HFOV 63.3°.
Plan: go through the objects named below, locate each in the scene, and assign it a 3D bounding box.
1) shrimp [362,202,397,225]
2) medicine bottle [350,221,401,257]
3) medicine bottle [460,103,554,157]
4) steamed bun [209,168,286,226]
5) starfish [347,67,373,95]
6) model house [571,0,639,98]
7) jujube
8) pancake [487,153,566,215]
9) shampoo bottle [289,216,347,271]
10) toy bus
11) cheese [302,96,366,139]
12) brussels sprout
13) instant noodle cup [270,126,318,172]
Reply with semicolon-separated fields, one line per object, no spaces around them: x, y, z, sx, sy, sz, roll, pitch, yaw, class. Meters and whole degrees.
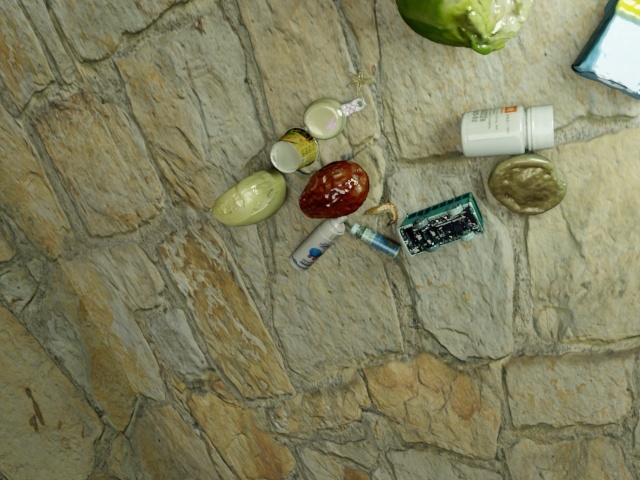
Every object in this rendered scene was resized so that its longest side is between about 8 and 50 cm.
0.214;-0.090;1.859;0.127;0.025;0.091;-7;116;24;shrimp
0.201;-0.001;1.899;0.191;0.051;0.051;28;125;6;medicine bottle
0.545;-0.318;1.514;0.252;0.144;0.144;2;118;26;medicine bottle
-0.259;-0.137;1.918;0.273;0.232;0.166;-30;97;35;steamed bun
0.125;-0.509;1.670;0.086;0.016;0.092;14;117;18;starfish
0.795;-0.504;1.263;0.237;0.215;0.303;27;121;9;model house
0.043;-0.165;1.793;0.290;0.197;0.197;-25;106;48;jujube
0.629;-0.162;1.586;0.223;0.042;0.236;-5;136;23;pancake
0.000;0.000;1.964;0.092;0.092;0.303;43;125;-4;shampoo bottle
0.401;-0.053;1.723;0.256;0.147;0.128;-20;106;26;toy bus
0.048;-0.418;1.725;0.228;0.064;0.137;-17;113;32;cheese
0.353;-0.651;1.327;0.371;0.315;0.275;19;101;-28;brussels sprout
-0.096;-0.310;1.814;0.152;0.122;0.151;10;118;20;instant noodle cup
